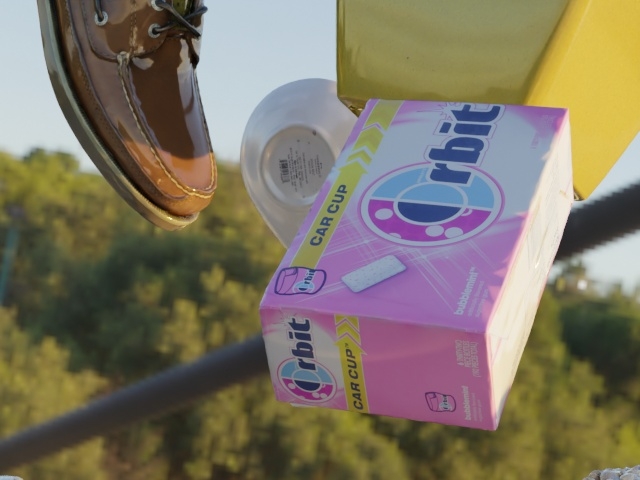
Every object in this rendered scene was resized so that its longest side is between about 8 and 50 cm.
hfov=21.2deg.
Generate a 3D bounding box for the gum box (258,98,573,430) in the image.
[{"bbox_3d":[0.054,0.001,0.836,0.107,0.062,0.188,6,39,19],"label":"gum box"}]

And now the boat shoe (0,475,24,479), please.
[{"bbox_3d":[-0.159,0.238,0.598,0.103,0.320,0.118,11,-7,-8],"label":"boat shoe"}]

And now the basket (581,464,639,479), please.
[{"bbox_3d":[0.300,0.269,1.150,0.223,0.213,0.299,3,-19,29],"label":"basket"}]

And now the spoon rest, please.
[{"bbox_3d":[0.000,0.000,1.461,0.137,0.276,0.084,-3,2,21],"label":"spoon rest"}]

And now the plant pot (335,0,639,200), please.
[{"bbox_3d":[0.127,-0.145,1.179,0.212,0.187,0.212,12,-13,30],"label":"plant pot"}]

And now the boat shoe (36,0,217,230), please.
[{"bbox_3d":[-0.140,-0.161,1.259,0.104,0.307,0.111,-29,-10,25],"label":"boat shoe"}]
